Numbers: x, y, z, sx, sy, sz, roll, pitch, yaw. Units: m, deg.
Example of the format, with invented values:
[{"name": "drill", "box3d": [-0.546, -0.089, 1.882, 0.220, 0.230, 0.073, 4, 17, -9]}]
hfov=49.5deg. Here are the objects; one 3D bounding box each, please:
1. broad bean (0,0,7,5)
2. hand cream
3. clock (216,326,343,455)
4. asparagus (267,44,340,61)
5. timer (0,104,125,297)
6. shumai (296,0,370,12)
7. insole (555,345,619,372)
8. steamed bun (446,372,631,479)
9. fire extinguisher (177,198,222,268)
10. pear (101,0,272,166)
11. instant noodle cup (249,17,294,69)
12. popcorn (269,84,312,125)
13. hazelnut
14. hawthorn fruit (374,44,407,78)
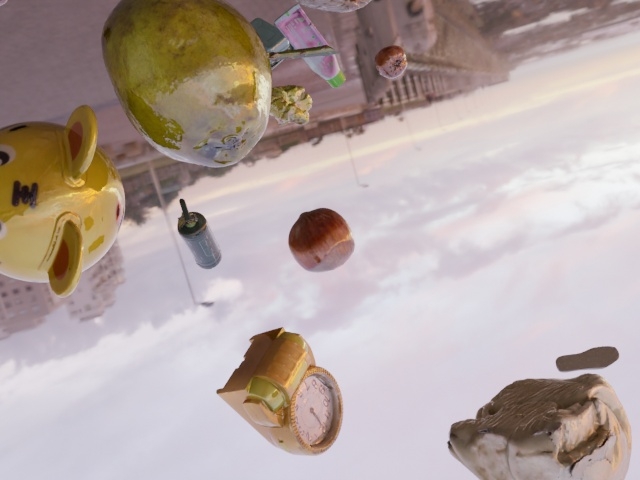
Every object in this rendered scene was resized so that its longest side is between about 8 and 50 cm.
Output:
[{"name": "broad bean", "box3d": [-0.809, -0.588, 1.613, 0.165, 0.084, 0.114, -3, 175, -38]}, {"name": "hand cream", "box3d": [-0.022, -0.542, 1.966, 0.079, 0.275, 0.050, -50, -140, -6]}, {"name": "clock", "box3d": [-0.078, 0.408, 1.794, 0.200, 0.317, 0.244, -11, -146, 41]}, {"name": "asparagus", "box3d": [-0.063, -0.439, 1.636, 0.236, 0.027, 0.034, -12, -178, -23]}, {"name": "timer", "box3d": [-0.562, -0.083, 1.426, 0.376, 0.376, 0.387, -22, -165, -36]}, {"name": "shumai", "box3d": [-0.003, -0.608, 1.441, 0.283, 0.217, 0.346, 23, -124, 41]}, {"name": "insole", "box3d": [0.737, 0.329, 1.912, 0.192, 0.063, 0.010, -8, 154, -10]}, {"name": "steamed bun", "box3d": [0.441, 0.424, 1.363, 0.347, 0.237, 0.394, -23, 178, 10]}, {"name": "fire extinguisher", "box3d": [-0.389, -0.018, 2.197, 0.095, 0.114, 0.311, -16, 155, -3]}, {"name": "pear", "box3d": [-0.270, -0.347, 1.436, 0.352, 0.413, 0.352, -37, 164, -13]}, {"name": "instant noodle cup", "box3d": [-0.190, -0.658, 2.287, 0.157, 0.179, 0.070, -50, 165, -32]}, {"name": "popcorn", "box3d": [-0.101, -0.419, 2.151, 0.145, 0.126, 0.126, 10, 165, -33]}, {"name": "hazelnut", "box3d": [0.000, 0.000, 2.192, 0.214, 0.214, 0.176, -20, 174, -30]}, {"name": "hawthorn fruit", "box3d": [0.134, -0.372, 1.426, 0.067, 0.066, 0.103, -19, -149, -22]}]
